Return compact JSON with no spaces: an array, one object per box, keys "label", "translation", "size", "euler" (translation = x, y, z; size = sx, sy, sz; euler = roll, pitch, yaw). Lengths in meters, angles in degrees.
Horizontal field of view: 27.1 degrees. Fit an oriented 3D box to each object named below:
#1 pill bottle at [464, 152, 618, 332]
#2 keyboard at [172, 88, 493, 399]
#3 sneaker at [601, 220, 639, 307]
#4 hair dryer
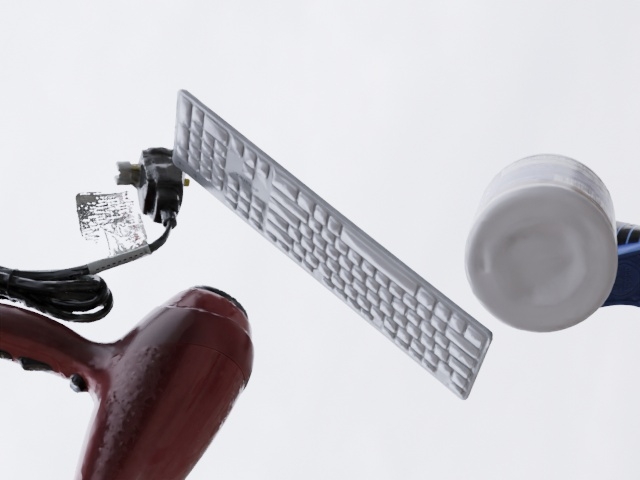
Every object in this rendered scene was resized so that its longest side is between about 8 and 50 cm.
[{"label":"pill bottle","translation":[0.105,-0.004,0.623],"size":[0.120,0.067,0.067],"euler":[-49,-42,-72]},{"label":"keyboard","translation":[0.000,0.000,0.821],"size":[0.014,0.256,0.072],"euler":[-41,-22,-27]},{"label":"sneaker","translation":[0.241,0.012,1.078],"size":[0.090,0.232,0.081],"euler":[-98,8,-57]},{"label":"hair dryer","translation":[-0.154,0.078,0.844],"size":[0.080,0.223,0.293],"euler":[80,169,-50]}]
